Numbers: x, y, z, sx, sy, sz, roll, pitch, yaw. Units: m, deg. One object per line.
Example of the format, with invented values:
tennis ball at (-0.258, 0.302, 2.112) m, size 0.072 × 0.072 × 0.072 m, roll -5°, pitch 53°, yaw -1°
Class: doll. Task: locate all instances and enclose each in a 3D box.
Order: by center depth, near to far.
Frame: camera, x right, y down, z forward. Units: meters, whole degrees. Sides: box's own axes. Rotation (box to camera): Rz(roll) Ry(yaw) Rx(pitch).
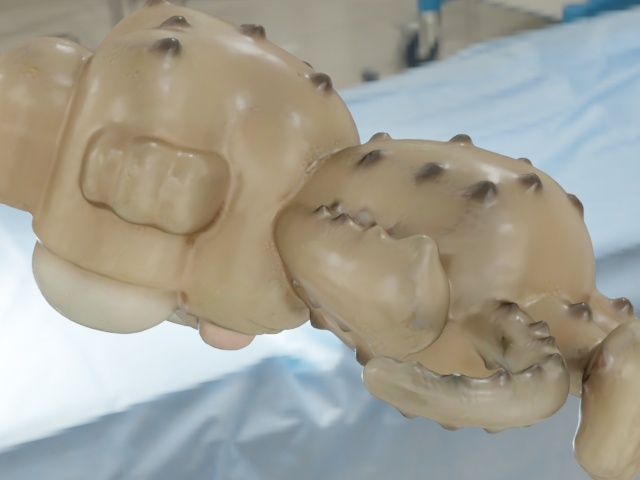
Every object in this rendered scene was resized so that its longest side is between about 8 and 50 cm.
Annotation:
doll at (0.002, 0.000, 0.553) m, size 0.278 × 0.119 × 0.154 m, roll 28°, pitch 15°, yaw 37°
